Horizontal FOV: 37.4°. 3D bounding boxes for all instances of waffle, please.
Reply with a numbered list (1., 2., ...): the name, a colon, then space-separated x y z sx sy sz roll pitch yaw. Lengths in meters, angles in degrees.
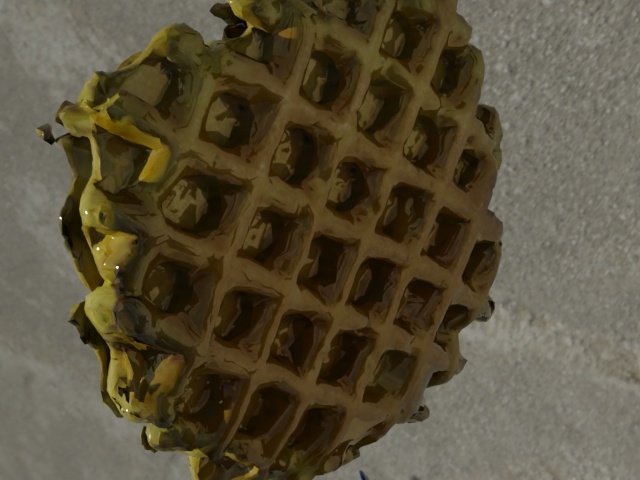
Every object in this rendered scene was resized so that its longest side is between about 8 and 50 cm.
1. waffle: 0.001 0.000 0.438 0.052 0.254 0.245 15 124 46

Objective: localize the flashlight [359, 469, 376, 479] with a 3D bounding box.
1. flashlight: 0.047 0.176 0.479 0.121 0.035 0.057 62 -178 26
